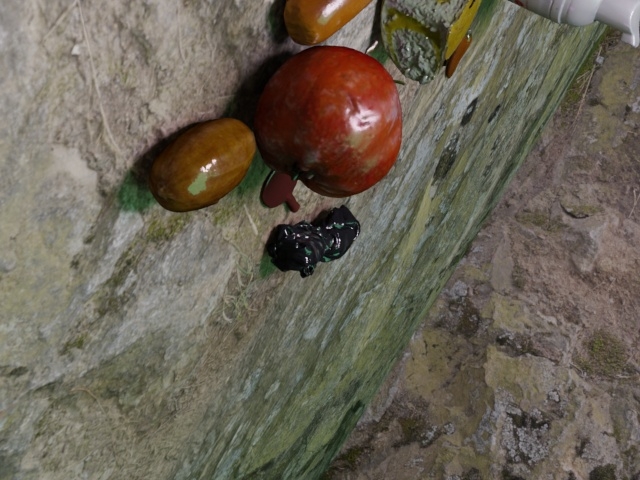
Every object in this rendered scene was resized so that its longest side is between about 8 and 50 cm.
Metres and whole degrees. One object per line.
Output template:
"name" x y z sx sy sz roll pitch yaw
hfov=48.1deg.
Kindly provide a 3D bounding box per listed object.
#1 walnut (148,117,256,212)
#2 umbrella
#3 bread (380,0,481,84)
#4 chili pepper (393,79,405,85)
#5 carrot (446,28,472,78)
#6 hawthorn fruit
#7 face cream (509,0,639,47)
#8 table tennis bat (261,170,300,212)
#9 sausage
"walnut" -0.160 -0.112 1.019 0.207 0.116 0.116 -47 157 -41
"umbrella" 0.000 0.001 1.507 0.272 0.110 0.122 -24 107 -55
"bread" 0.203 -0.422 1.297 0.260 0.158 0.156 -61 168 10
"chili pepper" 0.067 -0.239 1.355 0.204 0.073 0.072 -48 177 10
"carrot" 0.318 -0.433 1.663 0.035 0.035 0.142 -37 159 -40
"hawthorn fruit" 0.025 -0.211 1.118 0.271 0.242 0.242 -64 160 -12
"face cream" 0.499 -0.519 1.459 0.145 0.370 0.145 -46 157 -26
"table tennis bat" -0.067 -0.094 1.348 0.098 0.019 0.154 -53 155 -11
"sausage" 0.039 -0.383 1.069 0.238 0.098 0.098 -48 157 -17
